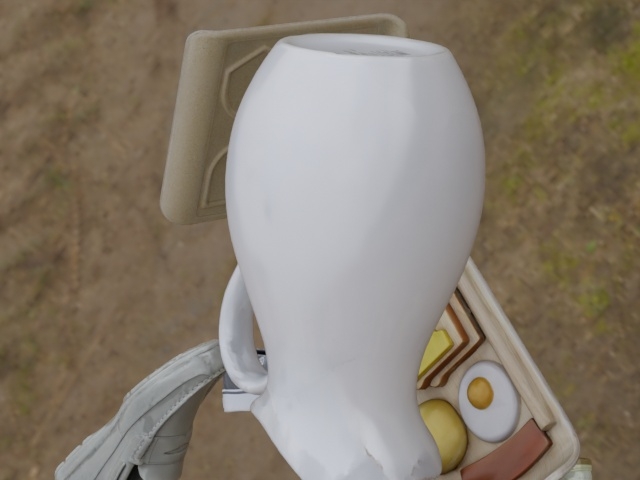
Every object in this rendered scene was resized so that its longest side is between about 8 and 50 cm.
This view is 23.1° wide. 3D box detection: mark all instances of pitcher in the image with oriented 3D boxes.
[{"bbox_3d":[0.000,0.000,0.789,0.178,0.125,0.207,23,115,51],"label":"pitcher"}]

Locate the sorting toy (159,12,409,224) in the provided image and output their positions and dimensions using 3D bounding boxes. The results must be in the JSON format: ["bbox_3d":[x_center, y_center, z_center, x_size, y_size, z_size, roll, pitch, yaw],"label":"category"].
[{"bbox_3d":[-0.029,-0.159,1.485,0.041,0.229,0.307,52,139,43],"label":"sorting toy"}]

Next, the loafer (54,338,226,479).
[{"bbox_3d":[-0.197,0.236,1.874,0.111,0.112,0.319,51,124,11],"label":"loafer"}]

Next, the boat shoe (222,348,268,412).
[{"bbox_3d":[0.001,0.164,2.030,0.301,0.108,0.102,-8,86,33],"label":"boat shoe"}]

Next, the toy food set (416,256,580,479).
[{"bbox_3d":[0.095,0.156,1.508,0.220,0.092,0.306,-48,57,34],"label":"toy food set"}]

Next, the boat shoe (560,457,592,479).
[{"bbox_3d":[0.204,0.242,1.498,0.135,0.050,0.045,-28,63,46],"label":"boat shoe"}]
